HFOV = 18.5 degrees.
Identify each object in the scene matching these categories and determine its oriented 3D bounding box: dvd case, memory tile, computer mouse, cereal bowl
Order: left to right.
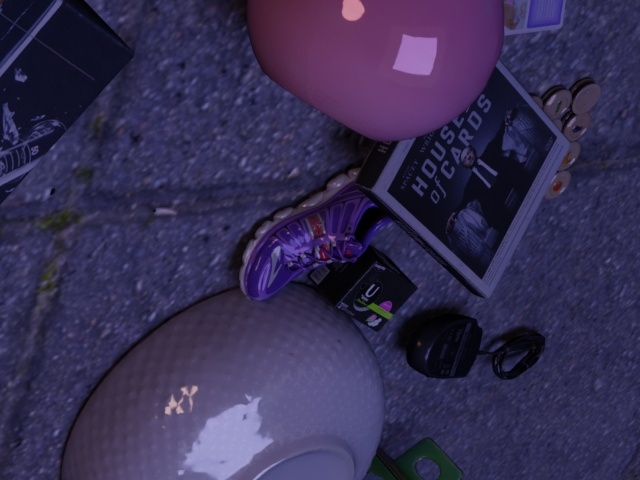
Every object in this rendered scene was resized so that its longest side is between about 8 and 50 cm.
[{"bbox_3d":[-0.069,0.211,1.877,0.339,0.141,0.339,-26,141,-24],"label":"cereal bowl"},{"bbox_3d":[0.137,-0.072,1.818,0.238,0.029,0.179,41,75,-50],"label":"dvd case"},{"bbox_3d":[0.164,0.112,2.091,0.242,0.041,0.071,8,104,-53],"label":"computer mouse"},{"bbox_3d":[0.221,-0.091,1.953,0.113,0.012,0.148,-16,136,-32],"label":"memory tile"}]

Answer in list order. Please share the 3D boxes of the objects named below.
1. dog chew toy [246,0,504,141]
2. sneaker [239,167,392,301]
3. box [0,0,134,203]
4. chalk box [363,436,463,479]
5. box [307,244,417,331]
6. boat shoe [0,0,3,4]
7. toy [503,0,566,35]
[{"bbox_3d":[0.086,-0.245,1.523,0.206,0.206,0.332,23,101,-52],"label":"dog chew toy"},{"bbox_3d":[0.000,0.000,1.787,0.170,0.071,0.068,-37,144,-7],"label":"sneaker"},{"bbox_3d":[-0.353,-0.120,1.241,0.312,0.179,0.343,-48,144,5],"label":"box"},{"bbox_3d":[0.054,0.298,2.087,0.213,0.132,0.132,-45,144,1],"label":"chalk box"},{"bbox_3d":[0.041,0.040,1.881,0.062,0.052,0.083,-48,143,8],"label":"box"},{"bbox_3d":[-0.298,-0.061,1.098,0.324,0.120,0.122,-40,144,-4],"label":"boat shoe"},{"bbox_3d":[0.146,-0.230,1.690,0.237,0.056,0.137,-14,121,-38],"label":"toy"}]
